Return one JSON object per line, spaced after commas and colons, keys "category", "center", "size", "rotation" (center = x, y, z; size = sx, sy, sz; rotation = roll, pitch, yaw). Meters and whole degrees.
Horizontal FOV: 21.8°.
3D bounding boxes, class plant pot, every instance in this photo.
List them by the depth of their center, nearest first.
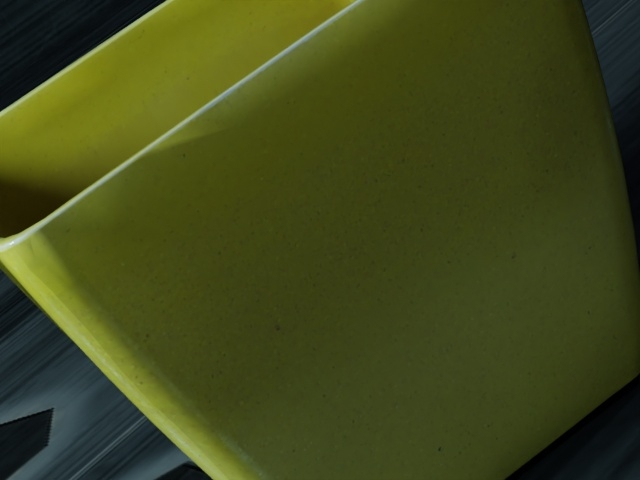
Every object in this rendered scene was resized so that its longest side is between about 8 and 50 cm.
{"category": "plant pot", "center": [0.000, 0.000, 0.635], "size": [0.212, 0.187, 0.212], "rotation": [-37, 19, -11]}
